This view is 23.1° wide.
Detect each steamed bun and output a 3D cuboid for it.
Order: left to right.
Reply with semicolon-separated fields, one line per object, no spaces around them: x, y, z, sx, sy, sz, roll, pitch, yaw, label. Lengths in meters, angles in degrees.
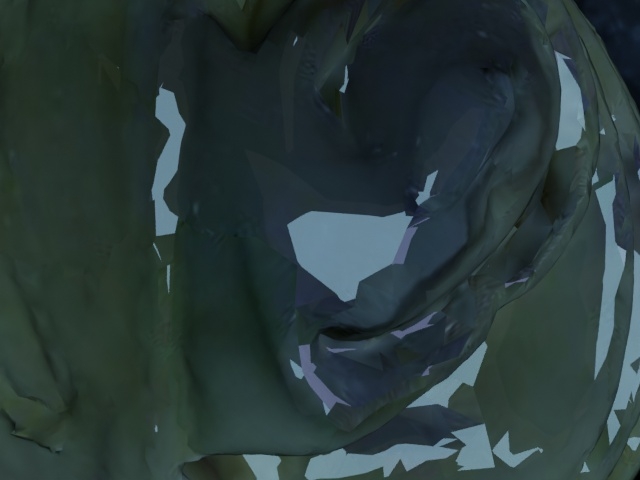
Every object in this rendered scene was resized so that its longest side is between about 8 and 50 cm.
0.000;0.000;0.483;0.280;0.207;0.268;42;76;-16;steamed bun
